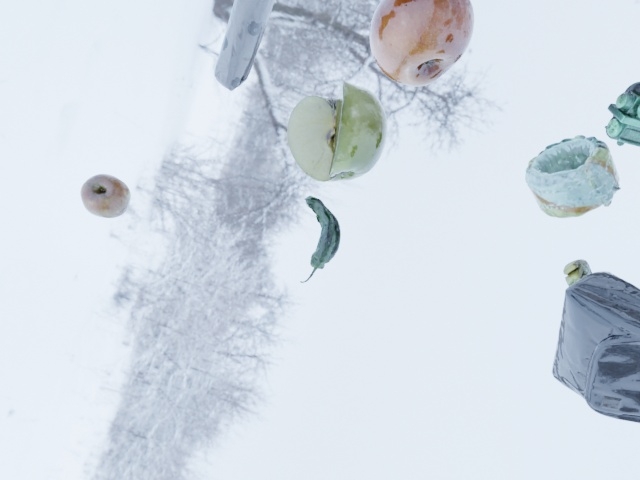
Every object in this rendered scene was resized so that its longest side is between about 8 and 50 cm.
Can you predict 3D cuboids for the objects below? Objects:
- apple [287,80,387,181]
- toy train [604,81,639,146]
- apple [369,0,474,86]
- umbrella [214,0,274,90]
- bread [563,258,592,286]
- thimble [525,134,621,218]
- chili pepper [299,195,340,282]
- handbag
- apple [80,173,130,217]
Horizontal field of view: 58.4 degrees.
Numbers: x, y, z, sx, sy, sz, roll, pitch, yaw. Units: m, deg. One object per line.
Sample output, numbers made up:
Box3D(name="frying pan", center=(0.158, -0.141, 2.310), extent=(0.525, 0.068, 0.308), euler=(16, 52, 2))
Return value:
Box3D(name="apple", center=(0.067, -0.306, 1.670), extent=(0.295, 0.233, 0.258), euler=(-12, -99, 51))
Box3D(name="toy train", center=(0.546, -0.189, 0.936), extent=(0.071, 0.170, 0.111), euler=(-97, -157, -52))
Box3D(name="apple", center=(0.192, -0.386, 1.081), extent=(0.201, 0.201, 0.162), euler=(142, -61, -73))
Box3D(name="umbrella", center=(-0.125, -0.418, 1.042), extent=(0.337, 0.067, 0.073), euler=(-57, -170, 49))
Box3D(name="bread", center=(0.843, 0.121, 1.854), extent=(0.064, 0.156, 0.118), euler=(-31, -102, 34))
Box3D(name="thimble", center=(0.790, -0.199, 1.790), extent=(0.254, 0.167, 0.288), euler=(-34, -159, 1))
Box3D(name="chili pepper", center=(0.001, 0.000, 1.803), extent=(0.065, 0.122, 0.279), euler=(16, 79, -79))
Box3D(name="handbag", center=(0.647, 0.259, 1.245), extent=(0.275, 0.177, 0.302), euler=(46, -31, 49))
Box3D(name="apple", center=(-0.384, -0.077, 1.025), extent=(0.071, 0.083, 0.084), euler=(112, -6, -66))
